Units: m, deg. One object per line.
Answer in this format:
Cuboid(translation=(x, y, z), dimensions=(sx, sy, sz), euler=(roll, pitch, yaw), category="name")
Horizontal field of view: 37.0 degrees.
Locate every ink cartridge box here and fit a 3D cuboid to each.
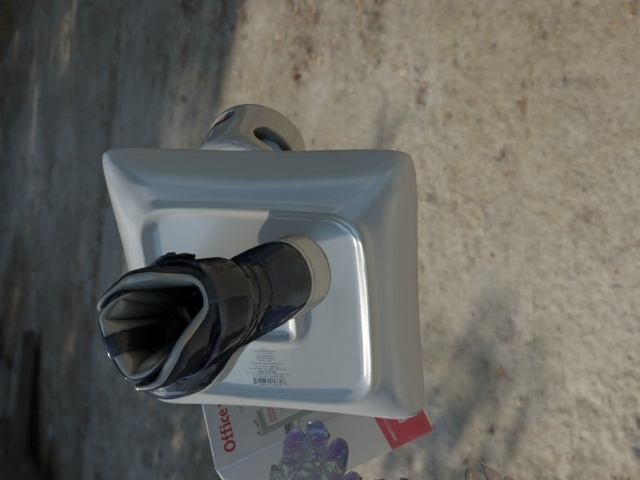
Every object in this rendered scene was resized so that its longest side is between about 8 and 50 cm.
Cuboid(translation=(-0.016, 0.222, 1.329), dimensions=(0.207, 0.283, 0.117), euler=(-114, -2, -52), category="ink cartridge box")

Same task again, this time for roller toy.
Cuboid(translation=(-0.134, -0.140, 1.757), dimensions=(0.146, 0.209, 0.191), euler=(-70, -20, -46), category="roller toy")

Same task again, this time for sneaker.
Cuboid(translation=(-0.118, 0.075, 0.724), dimensions=(0.226, 0.163, 0.086), euler=(-40, 77, 37), category="sneaker")

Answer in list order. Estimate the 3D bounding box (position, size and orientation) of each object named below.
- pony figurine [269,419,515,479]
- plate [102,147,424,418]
Cuboid(translation=(0.071, 0.356, 0.954), dimensions=(0.363, 0.302, 0.351), euler=(94, -172, -66), category="pony figurine")
Cuboid(translation=(-0.050, 0.052, 0.854), dimensions=(0.045, 0.277, 0.278), euler=(-68, -24, -58), category="plate")
